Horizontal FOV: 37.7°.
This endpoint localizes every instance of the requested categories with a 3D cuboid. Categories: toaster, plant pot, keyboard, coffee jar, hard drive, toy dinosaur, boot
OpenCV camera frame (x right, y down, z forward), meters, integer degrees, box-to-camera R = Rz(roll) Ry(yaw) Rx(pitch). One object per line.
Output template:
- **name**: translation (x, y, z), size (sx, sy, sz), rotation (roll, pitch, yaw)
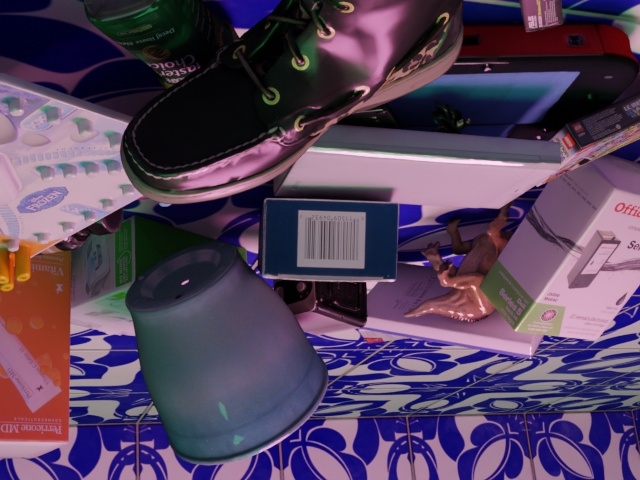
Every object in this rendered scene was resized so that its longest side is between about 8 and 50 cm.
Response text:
- **toaster**: translation (0.002, 0.064, 1.598), size (0.110, 0.168, 0.186), rotation (-16, 156, 33)
- **plant pot**: translation (-0.158, 0.151, 1.419), size (0.272, 0.271, 0.255), rotation (-13, 117, 21)
- **keyboard**: translation (0.098, -0.120, 1.172), size (0.202, 0.033, 0.317), rotation (-3, 167, 16)
- **coffee jar**: translation (-0.148, -0.210, 0.939), size (0.096, 0.079, 0.184), rotation (-12, 159, 18)
- **hard drive**: translation (0.110, -0.087, 1.158), size (0.308, 0.040, 0.203), rotation (2, 167, -12)
- **toy dinosaur**: translation (0.286, 0.062, 1.581), size (0.200, 0.295, 0.127), rotation (51, 162, -21)
- **boot**: translation (-0.011, -0.194, 0.815), size (0.377, 0.138, 0.284), rotation (-26, 161, -15)
- **hard drive**: translation (0.244, 0.117, 1.658), size (0.319, 0.040, 0.210), rotation (7, -152, 26)

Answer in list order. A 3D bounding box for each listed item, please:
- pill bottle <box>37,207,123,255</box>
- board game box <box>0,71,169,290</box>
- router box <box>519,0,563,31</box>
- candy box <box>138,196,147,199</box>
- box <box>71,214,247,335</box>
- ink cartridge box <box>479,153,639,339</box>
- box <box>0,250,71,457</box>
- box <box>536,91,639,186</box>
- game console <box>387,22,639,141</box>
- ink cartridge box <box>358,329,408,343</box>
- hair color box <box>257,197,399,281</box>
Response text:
- **pill bottle**: translation (-0.390, -0.040, 1.281), size (0.219, 0.122, 0.123), rotation (-9, 159, 11)
- **board game box**: translation (-0.378, -0.048, 0.966), size (0.390, 0.050, 0.390), rotation (-23, 156, 34)
- **router box**: translation (0.194, -0.263, 0.856), size (0.038, 0.092, 0.122), rotation (-10, 160, 14)
- **candy box**: translation (-0.164, -0.113, 1.142), size (0.233, 0.071, 0.159), rotation (-18, 178, 33)
- **box**: translation (-0.293, 0.076, 1.612), size (0.231, 0.126, 0.262), rotation (-20, 155, 36)
- **ink cartridge box**: translation (0.405, 0.012, 1.435), size (0.198, 0.114, 0.272), rotation (9, 123, -34)
- **box**: translation (-0.520, 0.155, 1.458), size (0.215, 0.345, 0.168), rotation (10, 155, -36)
- **box**: translation (0.368, -0.141, 1.190), size (0.207, 0.036, 0.114), rotation (-24, 168, -22)
- **game console**: translation (0.164, -0.160, 1.177), size (0.387, 0.060, 0.342), rotation (-2, 159, -7)
- **ink cartridge box**: translation (0.175, 0.168, 2.046), size (0.175, 0.072, 0.127), rotation (-8, 159, 9)
- **hair color box**: translation (0.000, 0.000, 1.329), size (0.174, 0.105, 0.347), rotation (2, 180, -4)
